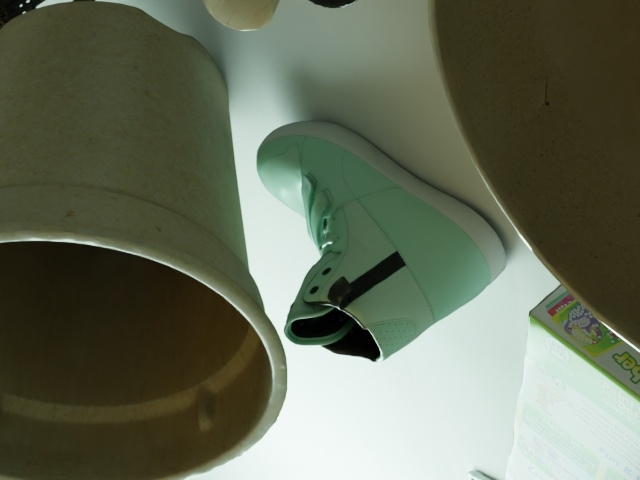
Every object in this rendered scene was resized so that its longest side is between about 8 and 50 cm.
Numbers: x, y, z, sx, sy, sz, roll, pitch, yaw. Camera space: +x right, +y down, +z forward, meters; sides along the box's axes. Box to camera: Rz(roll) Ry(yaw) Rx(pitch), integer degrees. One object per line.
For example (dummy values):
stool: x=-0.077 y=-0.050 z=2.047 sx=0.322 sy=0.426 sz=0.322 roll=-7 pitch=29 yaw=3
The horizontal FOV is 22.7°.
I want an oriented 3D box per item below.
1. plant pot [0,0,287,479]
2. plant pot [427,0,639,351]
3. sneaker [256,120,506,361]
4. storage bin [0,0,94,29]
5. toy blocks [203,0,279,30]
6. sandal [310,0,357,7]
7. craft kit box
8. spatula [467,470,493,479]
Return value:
plant pot: x=-0.191 y=-0.014 z=1.275 sx=0.334 sy=0.334 sz=0.305 roll=86 pitch=-177 yaw=-50
plant pot: x=0.214 y=-0.088 z=0.698 sx=0.284 sy=0.191 sz=0.284 roll=39 pitch=151 yaw=26
sneaker: x=0.000 y=0.000 z=1.221 sx=0.256 sy=0.151 sz=0.094 roll=29 pitch=149 yaw=41
storage bin: x=-0.279 y=-0.235 z=1.413 sx=0.180 sy=0.122 sz=0.084 roll=11 pitch=133 yaw=55
toy blocks: x=-0.067 y=-0.330 z=0.838 sx=0.288 sy=0.260 sz=0.309 roll=25 pitch=144 yaw=-5
sandal: x=-0.111 y=-0.333 z=1.018 sx=0.446 sy=0.107 sz=0.167 roll=53 pitch=155 yaw=-4
craft kit box: x=0.249 y=0.179 z=1.157 sx=0.250 sy=0.061 sz=0.247 roll=39 pitch=154 yaw=26
spatula: x=0.227 y=0.294 z=1.385 sx=0.242 sy=0.019 sz=0.168 roll=20 pitch=141 yaw=49
